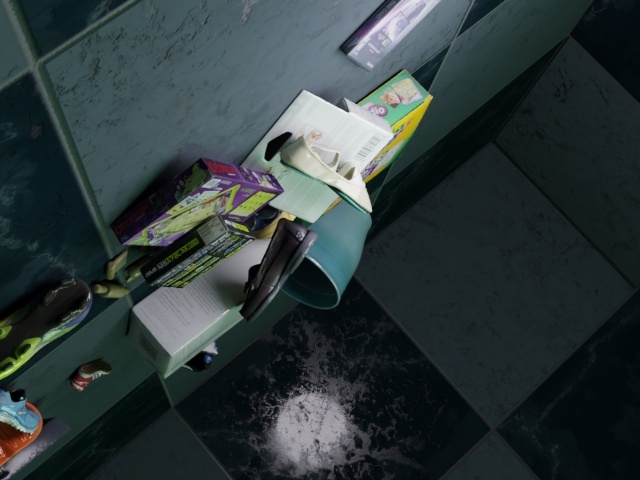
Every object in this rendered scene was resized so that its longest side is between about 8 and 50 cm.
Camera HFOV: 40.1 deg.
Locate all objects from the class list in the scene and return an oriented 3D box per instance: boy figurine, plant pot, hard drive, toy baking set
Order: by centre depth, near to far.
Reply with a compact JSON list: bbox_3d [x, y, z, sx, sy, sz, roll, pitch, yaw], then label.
[{"bbox_3d":[-0.350,0.047,1.742,0.197,0.030,0.256,-42,171,-2],"label":"toy baking set"},{"bbox_3d":[-0.121,-0.058,2.001,0.177,0.092,0.285,-32,173,5],"label":"boy figurine"},{"bbox_3d":[-0.716,0.492,2.010,0.172,0.054,0.255,-16,-166,37],"label":"hard drive"},{"bbox_3d":[0.000,0.000,2.339,0.255,0.272,0.271,-53,177,-26],"label":"plant pot"}]

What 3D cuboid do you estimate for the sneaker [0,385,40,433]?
[{"bbox_3d":[-0.623,0.347,1.811,0.073,0.063,0.162,-54,153,-12],"label":"sneaker"}]

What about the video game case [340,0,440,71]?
[{"bbox_3d":[0.163,-0.437,1.653,0.274,0.026,0.196,-43,171,12],"label":"video game case"}]

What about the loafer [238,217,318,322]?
[{"bbox_3d":[-0.115,0.064,1.985,0.302,0.095,0.109,-52,-178,35],"label":"loafer"}]

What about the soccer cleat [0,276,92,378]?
[{"bbox_3d":[-0.505,0.165,1.460,0.289,0.093,0.121,-36,176,-28],"label":"soccer cleat"}]

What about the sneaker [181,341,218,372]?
[{"bbox_3d":[-0.325,0.251,2.327,0.315,0.182,0.127,-31,168,-49],"label":"sneaker"}]

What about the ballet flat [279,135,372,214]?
[{"bbox_3d":[0.030,-0.134,1.745,0.248,0.086,0.086,29,115,-37],"label":"ballet flat"}]

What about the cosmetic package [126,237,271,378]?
[{"bbox_3d":[-0.272,0.145,2.152,0.385,0.156,0.217,-39,170,-28],"label":"cosmetic package"}]

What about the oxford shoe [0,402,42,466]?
[{"bbox_3d":[-0.741,0.473,1.810,0.133,0.130,0.364,-42,173,39],"label":"oxford shoe"}]

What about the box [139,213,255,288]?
[{"bbox_3d":[-0.235,0.025,1.708,0.191,0.045,0.184,-34,172,8],"label":"box"}]

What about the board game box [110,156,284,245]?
[{"bbox_3d":[-0.213,-0.061,1.614,0.208,0.056,0.347,-39,169,12],"label":"board game box"}]

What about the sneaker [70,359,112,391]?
[{"bbox_3d":[-0.564,0.331,2.141,0.067,0.042,0.118,-48,162,15],"label":"sneaker"}]

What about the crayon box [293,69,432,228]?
[{"bbox_3d":[0.072,-0.205,2.089,0.363,0.106,0.313,-38,171,-19],"label":"crayon box"}]

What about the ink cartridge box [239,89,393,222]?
[{"bbox_3d":[-0.028,-0.176,1.775,0.239,0.060,0.275,23,124,-34],"label":"ink cartridge box"}]
